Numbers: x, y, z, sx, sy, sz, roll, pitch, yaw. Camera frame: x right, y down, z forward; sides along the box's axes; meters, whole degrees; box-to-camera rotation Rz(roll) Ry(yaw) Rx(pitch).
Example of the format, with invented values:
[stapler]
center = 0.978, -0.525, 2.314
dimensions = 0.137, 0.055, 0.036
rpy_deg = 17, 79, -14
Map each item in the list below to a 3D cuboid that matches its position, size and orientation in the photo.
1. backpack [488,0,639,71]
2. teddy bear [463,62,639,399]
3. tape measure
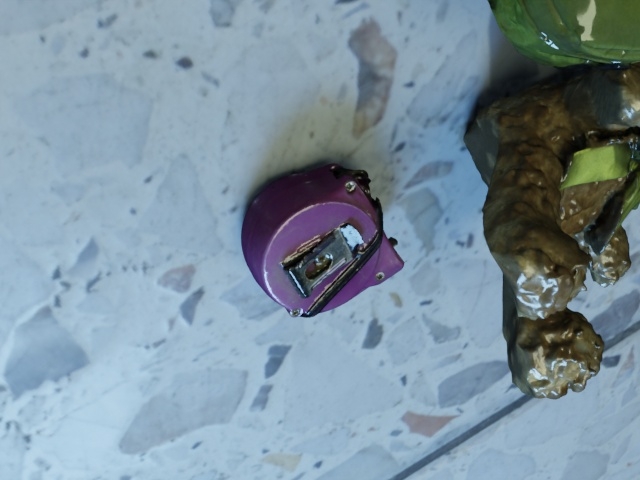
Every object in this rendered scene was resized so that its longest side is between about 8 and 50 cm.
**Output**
[backpack]
center = 0.179, -0.238, 0.607
dimensions = 0.207, 0.140, 0.253
rpy_deg = -13, 91, -19
[teddy bear]
center = 0.238, -0.036, 0.725
dimensions = 0.223, 0.296, 0.246
rpy_deg = -9, 137, 8
[tape measure]
center = 0.000, 0.000, 0.735
dimensions = 0.125, 0.074, 0.118
rpy_deg = -36, 127, -5
